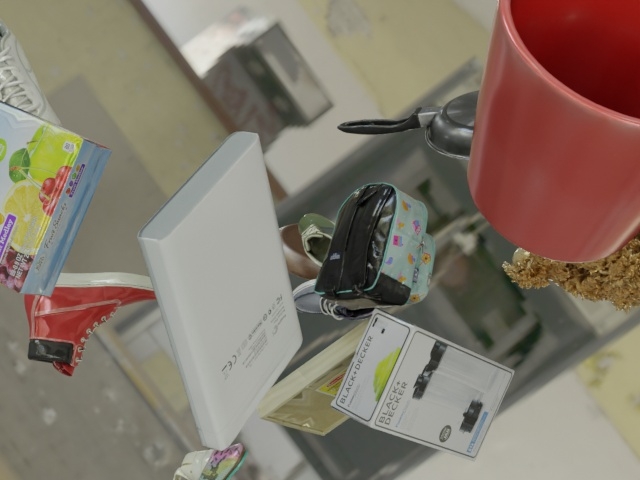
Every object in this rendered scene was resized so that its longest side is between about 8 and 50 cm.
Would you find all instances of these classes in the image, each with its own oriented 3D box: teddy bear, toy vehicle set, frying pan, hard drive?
[{"bbox_3d":[0.385,0.032,1.496,0.338,0.245,0.113,11,63,-28],"label":"teddy bear"},{"bbox_3d":[0.044,0.222,2.055,0.166,0.267,0.035,26,35,-48],"label":"toy vehicle set"},{"bbox_3d":[0.204,-0.190,1.898,0.326,0.197,0.053,21,-49,39],"label":"frying pan"},{"bbox_3d":[-0.119,0.068,1.651,0.047,0.233,0.353,11,-48,27],"label":"hard drive"}]

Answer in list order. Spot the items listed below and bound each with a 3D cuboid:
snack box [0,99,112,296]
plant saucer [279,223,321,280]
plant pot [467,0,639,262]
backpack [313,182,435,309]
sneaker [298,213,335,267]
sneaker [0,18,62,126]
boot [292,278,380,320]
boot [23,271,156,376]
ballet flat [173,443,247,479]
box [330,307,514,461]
[{"bbox_3d":[-0.350,-0.059,1.345,0.207,0.174,0.070,23,1,21],"label":"snack box"},{"bbox_3d":[-0.015,0.017,2.598,0.198,0.036,0.198,13,28,-7],"label":"plant saucer"},{"bbox_3d":[0.277,-0.125,1.296,0.275,0.275,0.243,52,-33,28],"label":"plant pot"},{"bbox_3d":[0.093,0.011,1.966,0.144,0.188,0.166,19,-18,-33],"label":"backpack"},{"bbox_3d":[0.000,0.000,2.295,0.086,0.064,0.192,27,15,-45],"label":"sneaker"},{"bbox_3d":[-0.407,-0.192,1.634,0.292,0.110,0.118,57,-22,25],"label":"sneaker"},{"bbox_3d":[0.026,0.116,2.403,0.086,0.190,0.069,-72,146,-60],"label":"boot"},{"bbox_3d":[-0.389,0.145,2.201,0.088,0.244,0.176,153,-67,-62],"label":"boot"},{"bbox_3d":[-0.187,0.372,1.967,0.079,0.077,0.221,33,-46,1],"label":"ballet flat"},{"bbox_3d":[0.163,0.229,1.966,0.087,0.169,0.290,23,-3,44],"label":"box"}]
